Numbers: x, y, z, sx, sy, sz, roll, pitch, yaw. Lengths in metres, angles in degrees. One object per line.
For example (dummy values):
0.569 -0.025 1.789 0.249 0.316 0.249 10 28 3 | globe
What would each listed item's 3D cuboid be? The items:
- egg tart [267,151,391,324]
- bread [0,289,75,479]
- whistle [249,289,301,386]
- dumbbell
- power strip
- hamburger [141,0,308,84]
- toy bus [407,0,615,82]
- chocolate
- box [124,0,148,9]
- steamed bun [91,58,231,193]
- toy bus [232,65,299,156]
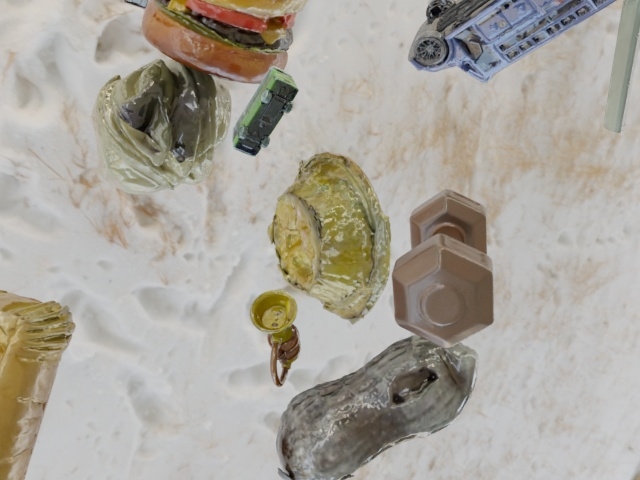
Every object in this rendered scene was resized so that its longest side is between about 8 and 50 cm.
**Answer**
0.000 0.000 1.079 0.120 0.315 0.314 -12 120 -31 | egg tart
-0.411 0.201 0.726 0.119 0.153 0.288 97 9 -85 | bread
-0.036 0.104 0.612 0.046 0.057 0.109 -19 139 -7 | whistle
0.120 0.017 0.584 0.231 0.092 0.082 -52 166 -68 | dumbbell
0.422 -0.260 0.843 0.060 0.027 0.252 -54 145 -36 | power strip
-0.190 -0.485 1.247 0.330 0.330 0.250 -9 134 -47 | hamburger
0.268 -0.329 0.881 0.133 0.292 0.125 41 48 -22 | toy bus
0.062 0.183 0.672 0.248 0.110 0.110 -23 133 -7 | chocolate
-0.463 -0.647 1.559 0.060 0.084 0.063 8 150 -30 | box
-0.329 -0.249 1.278 0.275 0.206 0.320 29 75 -14 | steamed bun
-0.055 -0.122 0.585 0.031 0.037 0.083 19 124 -32 | toy bus
